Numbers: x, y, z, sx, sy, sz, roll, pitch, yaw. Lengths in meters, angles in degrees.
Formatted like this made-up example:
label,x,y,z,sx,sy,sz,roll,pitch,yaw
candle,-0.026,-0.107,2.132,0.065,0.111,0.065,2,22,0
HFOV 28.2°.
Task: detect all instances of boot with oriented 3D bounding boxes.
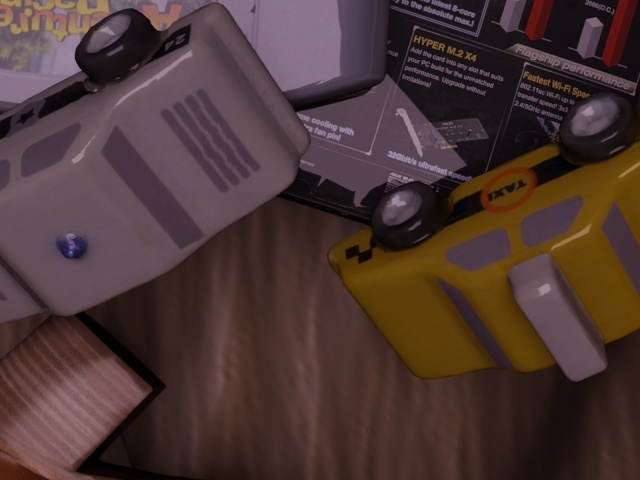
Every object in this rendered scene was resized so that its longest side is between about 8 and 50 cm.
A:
label,x,y,z,sx,sy,sz,roll,pitch,yaw
boot,-0.105,0.196,0.610,0.283,0.109,0.220,42,87,5

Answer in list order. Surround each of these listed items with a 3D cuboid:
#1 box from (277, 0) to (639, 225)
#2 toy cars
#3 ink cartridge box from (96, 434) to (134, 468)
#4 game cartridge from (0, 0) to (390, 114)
label,x,y,z,sx,sy,sz,roll,pitch,yaw
box,0.020,-0.135,0.657,0.307,0.076,0.242,17,89,-4
toy cars,0.000,0.000,0.552,0.393,0.087,0.176,8,128,-8
ink cartridge box,-0.162,0.218,0.698,0.171,0.056,0.235,-20,86,2
game cartridge,-0.111,-0.151,0.584,0.294,0.060,0.196,3,93,-2
